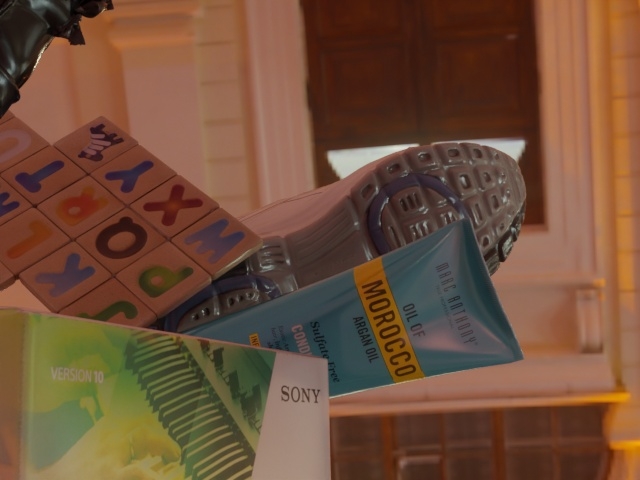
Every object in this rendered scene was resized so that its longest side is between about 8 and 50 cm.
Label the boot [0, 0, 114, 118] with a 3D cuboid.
[{"bbox_3d":[-0.130,-0.115,0.420,0.045,0.121,0.099,0,-129,46],"label":"boot"}]

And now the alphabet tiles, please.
[{"bbox_3d":[-0.185,-0.009,0.666,0.198,0.009,0.237,-36,-124,-27],"label":"alphabet tiles"}]

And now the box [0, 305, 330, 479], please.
[{"bbox_3d":[-0.062,0.195,0.432,0.059,0.321,0.232,-8,168,24],"label":"box"}]

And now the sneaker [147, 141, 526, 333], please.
[{"bbox_3d":[0.000,0.000,0.762,0.297,0.111,0.129,-20,-162,-16],"label":"sneaker"}]

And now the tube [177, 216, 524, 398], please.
[{"bbox_3d":[-0.003,0.055,0.602,0.207,0.080,0.052,-19,-163,17],"label":"tube"}]
